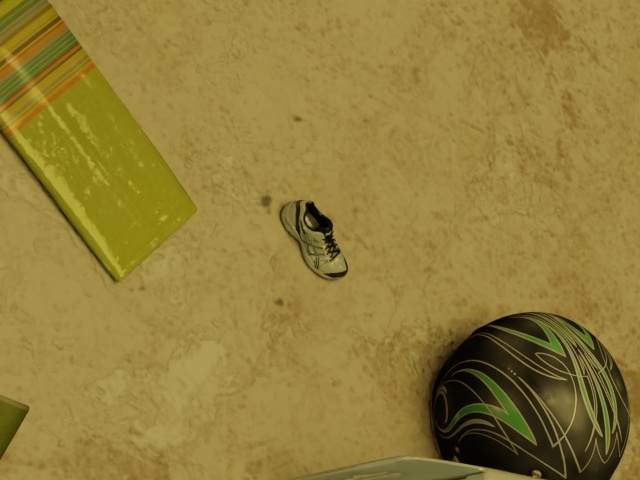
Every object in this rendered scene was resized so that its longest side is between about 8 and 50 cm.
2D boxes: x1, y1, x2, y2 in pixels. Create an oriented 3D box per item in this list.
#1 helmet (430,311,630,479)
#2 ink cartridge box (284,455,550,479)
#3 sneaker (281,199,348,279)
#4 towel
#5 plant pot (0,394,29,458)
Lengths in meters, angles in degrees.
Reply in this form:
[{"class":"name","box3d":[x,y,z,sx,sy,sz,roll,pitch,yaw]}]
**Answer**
[{"class":"helmet","box3d":[0.192,0.147,1.682,0.169,0.161,0.169,9,74,-33]},{"class":"ink cartridge box","box3d":[0.153,0.272,1.597,0.353,0.207,0.119,15,70,-31]},{"class":"sneaker","box3d":[0.000,0.000,1.659,0.083,0.037,0.032,51,54,-16]},{"class":"towel","box3d":[-0.203,-0.088,1.549,0.102,0.021,0.237,-43,106,-28]},{"class":"plant pot","box3d":[-0.373,0.192,1.239,0.275,0.275,0.293,26,81,-28]}]
